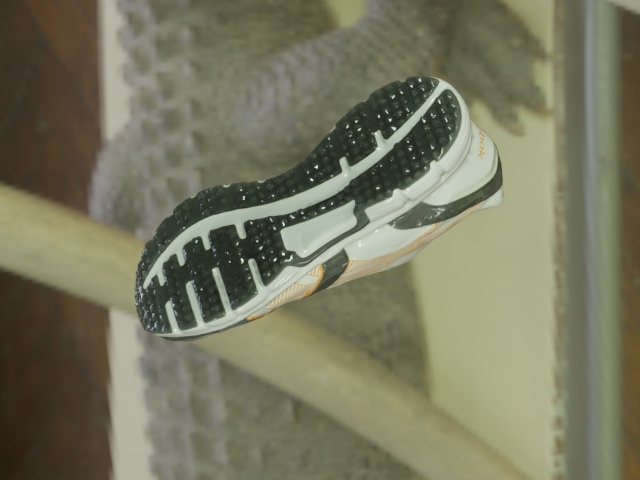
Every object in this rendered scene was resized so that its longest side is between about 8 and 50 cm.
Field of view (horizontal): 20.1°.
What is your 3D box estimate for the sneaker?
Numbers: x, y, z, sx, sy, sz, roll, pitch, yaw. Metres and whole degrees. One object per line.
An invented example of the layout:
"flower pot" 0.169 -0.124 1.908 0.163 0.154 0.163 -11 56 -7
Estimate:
"sneaker" 0.000 0.000 0.467 0.109 0.044 0.040 -27 57 22
